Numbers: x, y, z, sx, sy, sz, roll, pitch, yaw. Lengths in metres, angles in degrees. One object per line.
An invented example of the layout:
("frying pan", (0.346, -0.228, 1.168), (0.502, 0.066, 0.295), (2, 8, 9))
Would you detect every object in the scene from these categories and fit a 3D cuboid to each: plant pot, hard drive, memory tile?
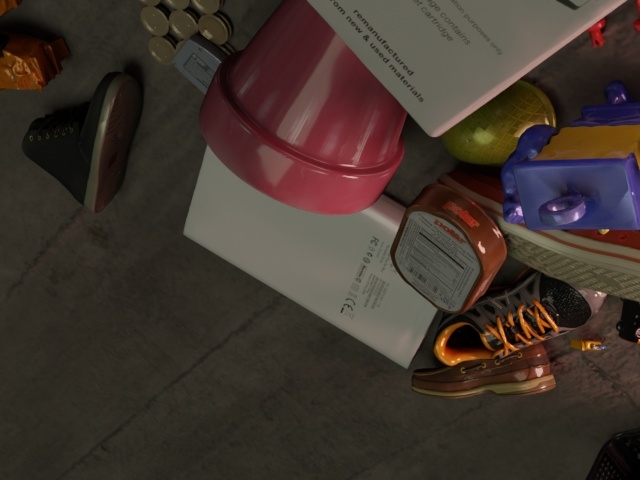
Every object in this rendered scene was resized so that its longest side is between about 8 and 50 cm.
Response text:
("plant pot", (0.009, -0.154, 1.361), (0.201, 0.201, 0.180), (34, 123, 5))
("hard drive", (0.000, 0.000, 1.606), (0.307, 0.040, 0.203), (31, 138, 9))
("memory tile", (-0.146, -0.245, 1.511), (0.113, 0.012, 0.148), (11, 132, 28))

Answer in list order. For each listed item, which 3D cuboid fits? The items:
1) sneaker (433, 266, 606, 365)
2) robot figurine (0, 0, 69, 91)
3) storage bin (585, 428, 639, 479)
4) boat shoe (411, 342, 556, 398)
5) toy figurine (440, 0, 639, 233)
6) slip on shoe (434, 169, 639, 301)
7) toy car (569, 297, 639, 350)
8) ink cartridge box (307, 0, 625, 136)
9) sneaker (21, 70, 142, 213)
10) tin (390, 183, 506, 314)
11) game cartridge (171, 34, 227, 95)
("sneaker", (0.206, 0.083, 1.503), (0.215, 0.083, 0.084), (-24, 109, 44))
("robot figurine", (-0.439, -0.255, 1.657), (0.291, 0.085, 0.211), (9, 131, 28))
("storage bin", (0.341, 0.286, 1.513), (0.122, 0.180, 0.084), (-22, 112, 45))
("boat shoe", (0.178, 0.142, 1.600), (0.178, 0.064, 0.060), (-8, 91, 38))
("toy figurine", (0.210, -0.094, 1.238), (0.362, 0.217, 0.191), (2, 127, 34))
("slip on shoe", (0.254, -0.018, 1.374), (0.331, 0.101, 0.123), (17, 166, 39))
("toy car", (0.307, 0.081, 1.477), (0.040, 0.060, 0.122), (4, 169, -26))
("ink cartridge box", (0.206, -0.286, 1.014), (0.166, 0.285, 0.395), (46, 138, -8))
("sneaker", (-0.283, -0.129, 1.660), (0.118, 0.083, 0.222), (33, 140, 7))
("tin", (0.125, 0.013, 1.429), (0.106, 0.040, 0.190), (36, 157, 10))
("game cartridge", (-0.115, -0.179, 1.526), (0.083, 0.017, 0.056), (43, 142, -6))
